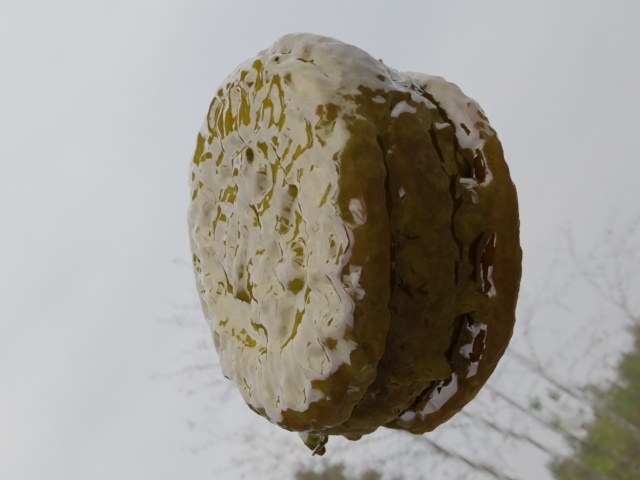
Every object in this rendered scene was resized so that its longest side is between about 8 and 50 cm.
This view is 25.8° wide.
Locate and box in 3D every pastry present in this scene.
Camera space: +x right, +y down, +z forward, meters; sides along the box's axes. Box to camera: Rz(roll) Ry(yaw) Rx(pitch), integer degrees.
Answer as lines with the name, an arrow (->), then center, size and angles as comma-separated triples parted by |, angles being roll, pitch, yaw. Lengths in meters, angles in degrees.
pastry -> 0.000, 0.000, 0.832 | 0.132, 0.240, 0.235 | 3, -17, -35
